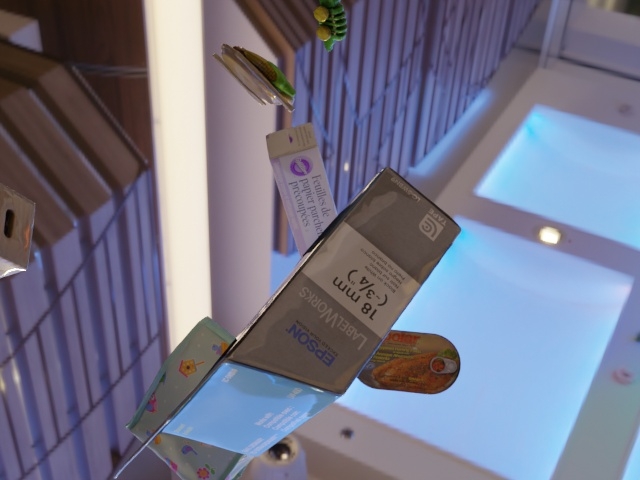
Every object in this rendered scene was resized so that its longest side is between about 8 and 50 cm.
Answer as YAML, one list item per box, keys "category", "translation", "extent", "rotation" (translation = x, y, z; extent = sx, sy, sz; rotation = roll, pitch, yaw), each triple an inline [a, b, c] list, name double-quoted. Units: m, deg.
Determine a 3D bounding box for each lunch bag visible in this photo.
- category: "lunch bag"
  translation: [-0.185, 0.290, 1.654]
  extent: [0.223, 0.262, 0.160]
  rotation: [39, -159, 13]

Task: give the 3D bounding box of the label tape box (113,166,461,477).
- category: "label tape box"
  translation: [-0.031, 0.111, 0.898]
  extent: [0.106, 0.240, 0.333]
  rotation: [41, -123, -1]

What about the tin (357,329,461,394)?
- category: "tin"
  translation: [0.146, 0.207, 1.607]
  extent: [0.190, 0.106, 0.040]
  rotation: [6, -177, 3]

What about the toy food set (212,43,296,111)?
- category: "toy food set"
  translation: [-0.092, -0.248, 1.372]
  extent: [0.038, 0.132, 0.192]
  rotation: [-47, -160, -4]

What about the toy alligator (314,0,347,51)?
- category: "toy alligator"
  translation: [0.022, -0.440, 1.743]
  extent: [0.051, 0.189, 0.056]
  rotation: [16, -136, 28]

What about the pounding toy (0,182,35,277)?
- category: "pounding toy"
  translation: [-0.476, -0.002, 1.305]
  extent: [0.130, 0.100, 0.141]
  rotation: [-16, -120, 25]

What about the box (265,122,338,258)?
- category: "box"
  translation: [0.000, 0.000, 1.234]
  extent: [0.063, 0.324, 0.067]
  rotation: [-16, -143, 1]
